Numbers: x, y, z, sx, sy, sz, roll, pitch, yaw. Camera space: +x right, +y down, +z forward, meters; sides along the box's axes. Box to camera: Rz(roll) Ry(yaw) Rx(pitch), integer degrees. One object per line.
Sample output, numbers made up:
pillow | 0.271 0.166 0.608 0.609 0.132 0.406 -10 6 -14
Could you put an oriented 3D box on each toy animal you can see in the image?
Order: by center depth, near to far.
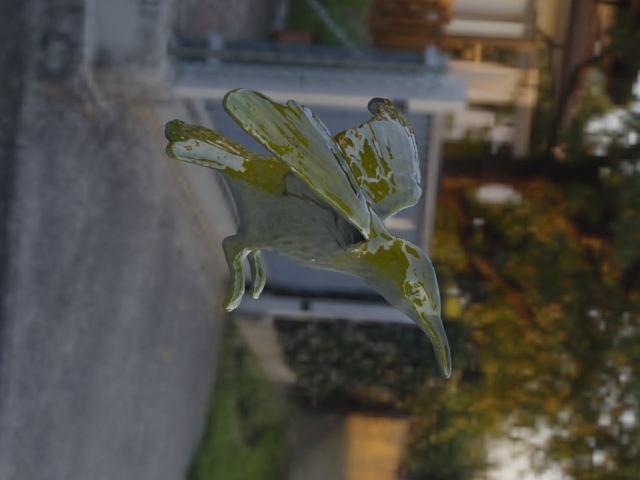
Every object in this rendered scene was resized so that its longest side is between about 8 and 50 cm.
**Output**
toy animal | 0.000 0.000 0.662 0.219 0.095 0.155 -40 110 -71
